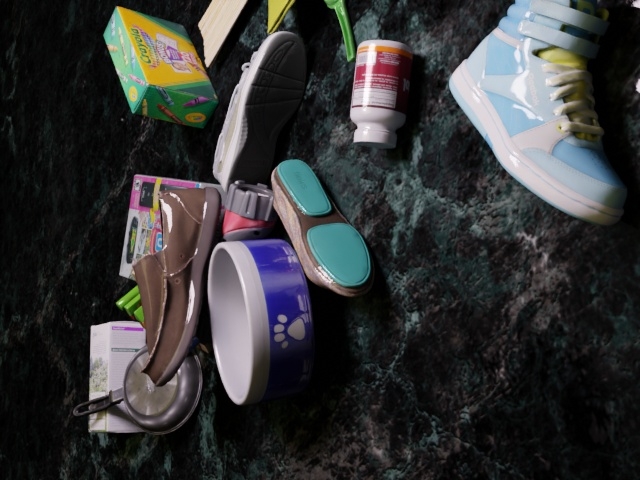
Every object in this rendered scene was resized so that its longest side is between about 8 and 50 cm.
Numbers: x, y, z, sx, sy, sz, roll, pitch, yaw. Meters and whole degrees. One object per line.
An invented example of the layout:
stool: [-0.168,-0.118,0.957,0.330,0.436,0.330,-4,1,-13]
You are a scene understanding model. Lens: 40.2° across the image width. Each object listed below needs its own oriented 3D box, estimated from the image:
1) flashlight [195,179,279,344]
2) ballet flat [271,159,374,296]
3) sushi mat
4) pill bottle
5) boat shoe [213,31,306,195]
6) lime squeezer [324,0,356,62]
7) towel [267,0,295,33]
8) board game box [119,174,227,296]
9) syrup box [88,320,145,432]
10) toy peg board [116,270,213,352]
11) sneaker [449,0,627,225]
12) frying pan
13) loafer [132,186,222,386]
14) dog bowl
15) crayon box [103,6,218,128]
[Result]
flashlight: [-0.146,0.049,1.580,0.103,0.103,0.304,36,117,58]
ballet flat: [0.000,0.000,1.408,0.316,0.108,0.106,-114,28,-42]
sushi mat: [-0.165,-0.506,1.738,0.316,0.019,0.151,-52,40,36]
pill bottle: [0.091,-0.219,1.322,0.086,0.086,0.152,5,88,53]
boat shoe: [-0.120,-0.230,1.576,0.103,0.118,0.320,43,124,42]
lime squeezer: [0.002,-0.443,1.474,0.059,0.110,0.310,-34,88,26]
towel: [-0.064,-0.473,1.567,0.102,0.021,0.237,-50,30,39]
board game box: [-0.290,-0.014,1.772,0.303,0.097,0.224,10,93,52]
syrup box: [-0.444,0.300,1.913,0.093,0.096,0.237,-15,71,48]
toy peg board: [-0.312,0.156,1.699,0.161,0.079,0.160,20,143,47]
sneaker: [0.289,-0.181,1.028,0.208,0.127,0.319,-58,44,30]
frying pan: [-0.380,0.284,1.786,0.326,0.053,0.197,4,77,30]
loafer: [-0.273,0.074,1.552,0.134,0.130,0.366,142,139,-71]
dog bowl: [-0.102,0.130,1.427,0.265,0.104,0.265,175,90,-70]
crayon box: [-0.338,-0.365,1.838,0.081,0.165,0.278,-54,46,32]
